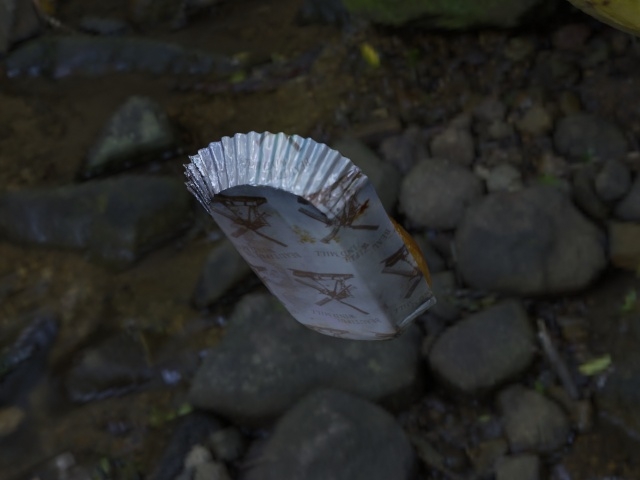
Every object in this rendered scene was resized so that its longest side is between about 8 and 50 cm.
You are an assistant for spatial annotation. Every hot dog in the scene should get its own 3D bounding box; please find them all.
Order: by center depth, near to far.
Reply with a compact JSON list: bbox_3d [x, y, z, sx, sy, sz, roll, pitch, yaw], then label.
[{"bbox_3d":[0.000,0.000,0.759,0.108,0.191,0.059,-1,62,22],"label":"hot dog"}]

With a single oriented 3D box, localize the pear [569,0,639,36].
[{"bbox_3d":[0.261,-0.288,0.891,0.348,0.348,0.348,-10,37,8],"label":"pear"}]
